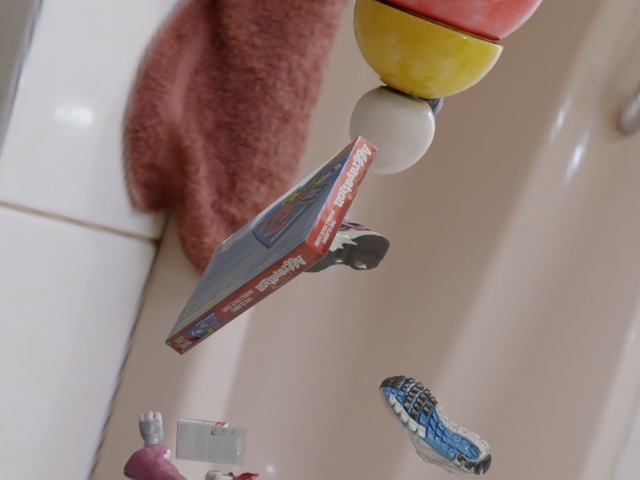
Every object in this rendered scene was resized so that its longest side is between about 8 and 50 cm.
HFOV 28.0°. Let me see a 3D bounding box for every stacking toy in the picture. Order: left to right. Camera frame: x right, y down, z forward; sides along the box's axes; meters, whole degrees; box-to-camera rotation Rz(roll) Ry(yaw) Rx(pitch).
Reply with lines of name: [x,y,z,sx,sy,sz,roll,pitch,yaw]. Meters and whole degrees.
stacking toy: [0.154,-0.316,1.723,0.350,0.350,0.480,-2,118,-54]

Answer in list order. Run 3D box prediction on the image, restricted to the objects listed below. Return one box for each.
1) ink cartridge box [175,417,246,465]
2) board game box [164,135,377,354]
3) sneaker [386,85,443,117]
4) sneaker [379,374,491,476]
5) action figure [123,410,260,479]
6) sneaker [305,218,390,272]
ink cartridge box: [-0.170,0.319,2.030,0.029,0.115,0.063,-11,105,-78]
board game box: [-0.054,0.010,1.276,0.027,0.281,0.145,37,52,-15]
sneaker: [0.142,-0.323,1.950,0.146,0.102,0.293,120,-39,-71]
sneaker: [0.143,0.267,1.779,0.190,0.083,0.071,45,51,-9]
action figure: [-0.247,0.372,1.630,0.370,0.276,0.248,-23,90,-4]
sneaker: [0.000,0.000,1.732,0.178,0.077,0.072,11,109,-33]
